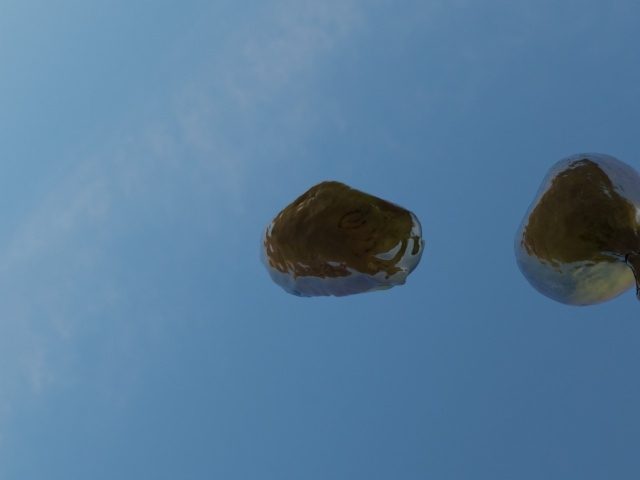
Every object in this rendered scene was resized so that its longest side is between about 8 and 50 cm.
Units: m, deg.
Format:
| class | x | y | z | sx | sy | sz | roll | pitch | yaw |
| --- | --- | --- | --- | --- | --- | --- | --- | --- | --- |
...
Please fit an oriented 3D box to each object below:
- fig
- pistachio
| class | x | y | z | sx | sy | sz | roll | pitch | yaw |
| --- | --- | --- | --- | --- | --- | --- | --- | --- | --- |
| fig | 0.289 | 0.003 | 0.905 | 0.274 | 0.145 | 0.170 | -93 | -152 | -76 |
| pistachio | 0.000 | 0.000 | 0.668 | 0.172 | 0.049 | 0.090 | -9 | -90 | 43 |
